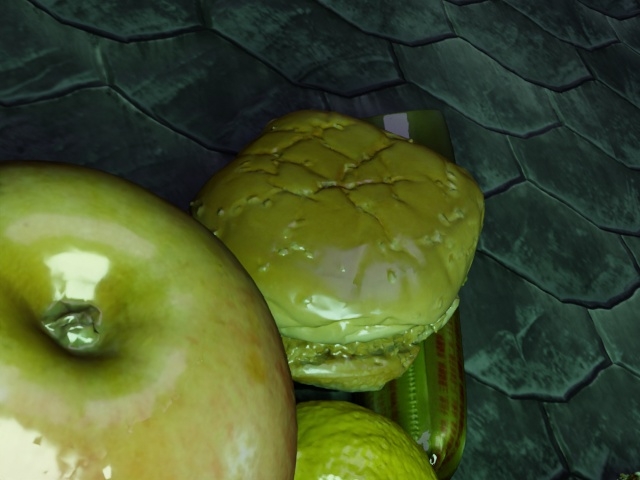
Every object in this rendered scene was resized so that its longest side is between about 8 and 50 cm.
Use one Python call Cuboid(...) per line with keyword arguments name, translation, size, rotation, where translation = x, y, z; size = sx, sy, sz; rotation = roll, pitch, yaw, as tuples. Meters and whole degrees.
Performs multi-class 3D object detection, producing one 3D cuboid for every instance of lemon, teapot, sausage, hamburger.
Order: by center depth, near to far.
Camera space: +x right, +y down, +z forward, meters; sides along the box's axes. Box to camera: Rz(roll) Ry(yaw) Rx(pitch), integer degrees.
Cuboid(name="lemon", translation=(0.015, 0.227, 0.861), size=(0.180, 0.180, 0.193), rotation=(59, 12, 23))
Cuboid(name="hamburger", translation=(0.000, 0.000, 0.969), size=(0.318, 0.158, 0.318), rotation=(6, 39, -5))
Cuboid(name="sausage", translation=(0.096, 0.155, 1.037), size=(0.117, 0.125, 0.317), rotation=(14, 45, -16))
Cuboid(name="teapot", translation=(0.059, -0.049, 1.187), size=(0.267, 0.185, 0.175), rotation=(-10, 87, -9))

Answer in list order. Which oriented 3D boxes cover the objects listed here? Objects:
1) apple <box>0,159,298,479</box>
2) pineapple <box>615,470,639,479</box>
Cuboid(name="apple", translation=(-0.188, 0.120, 0.683), size=(0.364, 0.364, 0.364), rotation=(21, 42, -20))
Cuboid(name="pineapple", translation=(0.358, 0.348, 1.074), size=(0.176, 0.137, 0.161), rotation=(41, -5, 11))
